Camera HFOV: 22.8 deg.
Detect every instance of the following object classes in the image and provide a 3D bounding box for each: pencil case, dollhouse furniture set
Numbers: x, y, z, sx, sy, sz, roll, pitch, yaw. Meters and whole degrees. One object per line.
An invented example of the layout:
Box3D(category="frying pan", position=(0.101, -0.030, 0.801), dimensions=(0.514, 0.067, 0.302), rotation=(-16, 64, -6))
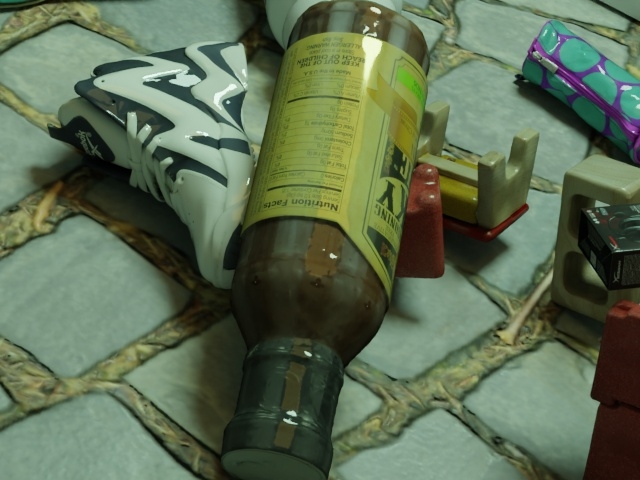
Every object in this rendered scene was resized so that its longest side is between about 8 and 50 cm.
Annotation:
Box3D(category="pencil case", position=(0.252, -0.135, 1.444), dimensions=(0.152, 0.064, 0.070), rotation=(41, 28, 26))
Box3D(category="dollhouse furniture set", position=(0.182, 0.044, 1.171), dimensions=(0.374, 0.152, 0.201), rotation=(21, 36, 31))

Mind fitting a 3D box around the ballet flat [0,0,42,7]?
Box3D(category="ballet flat", position=(-0.242, -0.251, 1.382), dimensions=(0.248, 0.086, 0.086), rotation=(-8, 46, -31))

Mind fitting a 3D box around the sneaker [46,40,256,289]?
Box3D(category="sneaker", position=(-0.127, -0.058, 1.184), dimensions=(0.153, 0.094, 0.235), rotation=(-2, 55, -5))

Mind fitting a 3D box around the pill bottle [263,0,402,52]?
Box3D(category="pill bottle", position=(0.006, -0.232, 1.413), dimensions=(0.121, 0.121, 0.221), rotation=(5, 40, -17))

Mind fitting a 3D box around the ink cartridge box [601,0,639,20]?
Box3D(category="ink cartridge box", position=(0.354, -0.356, 1.706), dimensions=(0.201, 0.117, 0.278), rotation=(30, 39, 14))

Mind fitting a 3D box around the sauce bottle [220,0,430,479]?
Box3D(category="sauce bottle", position=(0.000, 0.000, 1.079), dimensions=(0.111, 0.111, 0.344), rotation=(15, 63, -6))

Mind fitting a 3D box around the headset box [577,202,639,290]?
Box3D(category="headset box", position=(0.222, 0.002, 1.059), dimensions=(0.083, 0.032, 0.062), rotation=(-6, 31, -9))
